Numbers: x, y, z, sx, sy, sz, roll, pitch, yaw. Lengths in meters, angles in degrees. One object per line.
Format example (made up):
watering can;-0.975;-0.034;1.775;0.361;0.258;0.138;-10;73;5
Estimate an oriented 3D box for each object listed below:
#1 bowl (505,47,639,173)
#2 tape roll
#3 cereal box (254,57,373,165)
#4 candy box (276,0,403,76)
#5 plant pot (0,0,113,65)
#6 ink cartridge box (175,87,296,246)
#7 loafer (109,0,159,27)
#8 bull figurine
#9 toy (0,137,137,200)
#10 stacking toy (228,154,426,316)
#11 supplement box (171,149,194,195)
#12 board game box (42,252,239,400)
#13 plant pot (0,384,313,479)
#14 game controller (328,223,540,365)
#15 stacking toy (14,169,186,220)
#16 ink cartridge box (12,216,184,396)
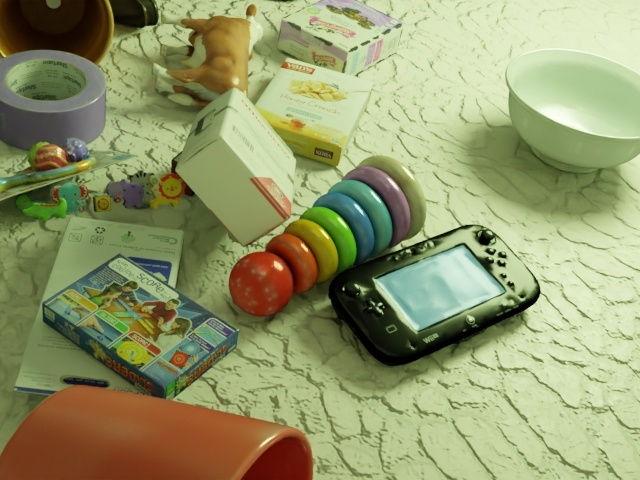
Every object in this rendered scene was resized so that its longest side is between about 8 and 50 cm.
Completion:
bowl;0.462;-0.215;1.814;0.298;0.134;0.298;7;40;-6
tape roll;-0.445;-0.229;1.645;0.189;0.080;0.189;7;39;-6
cereal box;-0.017;-0.232;1.781;0.173;0.047;0.240;17;39;6
candy box;0.040;-0.401;1.980;0.165;0.070;0.196;31;43;22
plant pot;-0.471;-0.403;1.772;0.205;0.205;0.188;0;26;-14
ink cartridge box;-0.119;-0.113;1.488;0.158;0.092;0.218;50;19;-20
loafer;-0.405;-0.448;1.929;0.220;0.080;0.078;21;43;25
bull figurine;-0.199;-0.339;1.826;0.188;0.101;0.310;3;38;-5
toy;-0.410;-0.115;1.495;0.237;0.056;0.137;-27;23;-32
stacking toy;0.000;0.000;1.451;0.141;0.141;0.330;37;50;27
supplement box;-0.198;-0.117;1.592;0.043;0.055;0.083;24;41;14
board game box;-0.220;0.104;1.238;0.201;0.035;0.136;31;43;22
plant pot;-0.173;0.273;0.995;0.243;0.275;0.275;17;38;22
game controller;0.168;0.074;1.448;0.319;0.067;0.166;-20;49;-32
stacking toy;-0.318;-0.066;1.435;0.221;0.052;0.167;-8;7;-21
ink cartridge box;-0.278;0.100;1.306;0.165;0.065;0.332;8;38;-4
